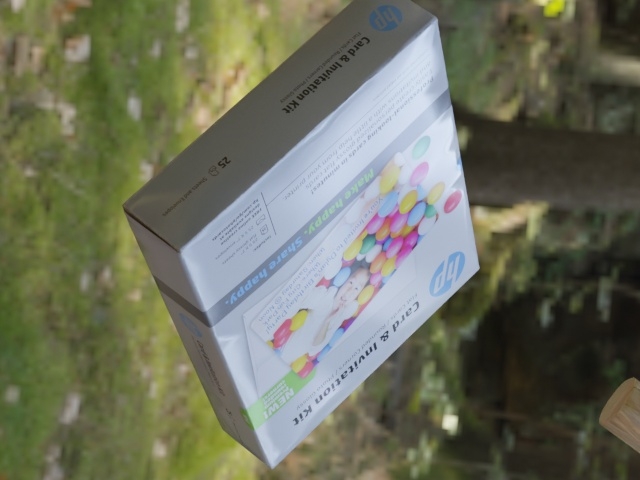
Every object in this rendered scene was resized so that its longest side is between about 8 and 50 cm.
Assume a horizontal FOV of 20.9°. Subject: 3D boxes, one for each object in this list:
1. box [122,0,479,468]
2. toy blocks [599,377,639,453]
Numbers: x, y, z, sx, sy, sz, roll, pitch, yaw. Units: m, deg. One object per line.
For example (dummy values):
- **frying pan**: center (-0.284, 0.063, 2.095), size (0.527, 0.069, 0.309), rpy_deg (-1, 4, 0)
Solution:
- **box**: center (0.000, 0.000, 0.750), size (0.145, 0.038, 0.186), rpy_deg (-43, 150, -18)
- **toy blocks**: center (0.359, 0.137, 1.071), size (0.309, 0.260, 0.288), rpy_deg (-52, -177, 23)
